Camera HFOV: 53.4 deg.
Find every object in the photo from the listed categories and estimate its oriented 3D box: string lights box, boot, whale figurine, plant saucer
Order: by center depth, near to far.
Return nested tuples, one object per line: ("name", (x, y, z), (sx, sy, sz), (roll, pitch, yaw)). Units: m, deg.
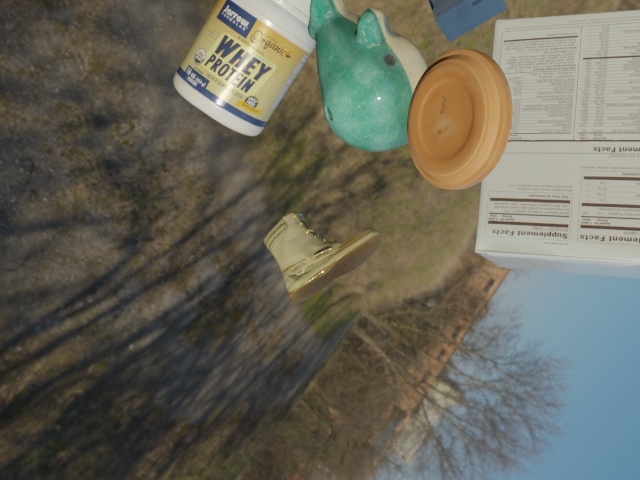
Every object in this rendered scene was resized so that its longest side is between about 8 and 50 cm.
("plant saucer", (0.079, -0.072, 0.382), (0.013, 0.083, 0.083), (-1, 134, -32))
("whale figurine", (0.043, -0.250, 0.937), (0.141, 0.272, 0.216), (-29, 163, -16))
("string lights box", (0.287, -0.560, 1.353), (0.133, 0.260, 0.077), (-25, 142, 24))
("boot", (0.000, 0.000, 1.543), (0.262, 0.203, 0.095), (-35, 148, 9))

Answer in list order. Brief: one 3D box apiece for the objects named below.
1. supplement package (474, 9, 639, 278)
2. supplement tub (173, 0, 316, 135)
("supplement package", (0.304, -0.098, 0.744), (0.199, 0.198, 0.263), (18, 77, -66))
("supplement tub", (-0.151, -0.415, 1.391), (0.316, 0.228, 0.228), (-56, 169, 14))
